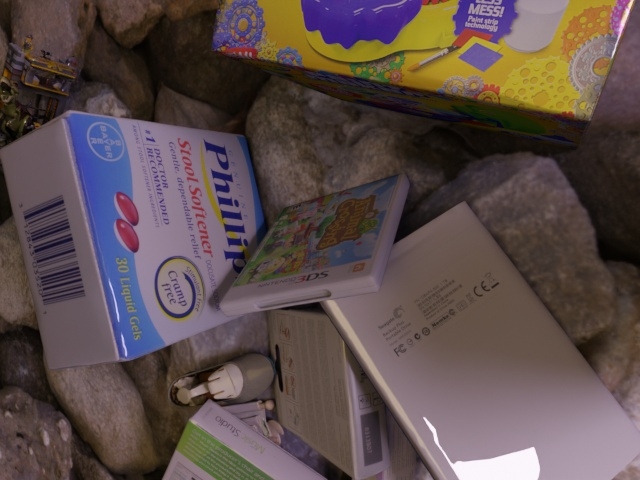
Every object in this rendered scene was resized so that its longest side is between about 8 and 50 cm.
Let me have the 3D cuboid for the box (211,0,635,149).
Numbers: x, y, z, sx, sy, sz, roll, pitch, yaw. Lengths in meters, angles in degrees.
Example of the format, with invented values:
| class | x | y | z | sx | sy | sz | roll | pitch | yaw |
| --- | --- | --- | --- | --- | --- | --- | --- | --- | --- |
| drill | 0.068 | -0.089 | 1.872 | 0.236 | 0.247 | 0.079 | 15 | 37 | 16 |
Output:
| class | x | y | z | sx | sy | sz | roll | pitch | yaw |
| --- | --- | --- | --- | --- | --- | --- | --- | --- | --- |
| box | 0.114 | -0.208 | 0.417 | 0.290 | 0.279 | 0.176 | 20 | 105 | 25 |

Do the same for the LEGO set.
| class | x | y | z | sx | sy | sz | roll | pitch | yaw |
| --- | --- | --- | --- | --- | --- | --- | --- | --- | --- |
| LEGO set | -0.518 | -0.241 | 0.745 | 0.255 | 0.332 | 0.192 | 41 | 112 | 40 |

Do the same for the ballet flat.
| class | x | y | z | sx | sy | sz | roll | pitch | yaw |
| --- | --- | --- | --- | --- | --- | --- | --- | --- | --- |
| ballet flat | -0.165 | 0.232 | 0.726 | 0.213 | 0.068 | 0.072 | -24 | 79 | 33 |

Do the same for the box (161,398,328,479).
| class | x | y | z | sx | sy | sz | roll | pitch | yaw |
| --- | --- | --- | --- | --- | --- | --- | --- | --- | --- |
| box | -0.146 | 0.430 | 0.721 | 0.233 | 0.058 | 0.321 | 31 | 117 | 8 |

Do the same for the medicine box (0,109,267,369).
| class | x | y | z | sx | sy | sz | roll | pitch | yaw |
| --- | --- | --- | --- | --- | --- | --- | --- | --- | --- |
| medicine box | -0.212 | -0.007 | 0.606 | 0.149 | 0.289 | 0.263 | -13 | 90 | 31 |

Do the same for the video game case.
| class | x | y | z | sx | sy | sz | roll | pitch | yaw |
| --- | --- | --- | --- | --- | --- | --- | --- | --- | --- |
| video game case | 0.000 | 0.000 | 0.552 | 0.194 | 0.212 | 0.023 | -13 | 119 | 28 |

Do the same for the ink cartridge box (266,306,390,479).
| class | x | y | z | sx | sy | sz | roll | pitch | yaw |
| --- | --- | --- | --- | --- | --- | --- | --- | --- | --- |
| ink cartridge box | 0.000 | 0.183 | 0.622 | 0.232 | 0.066 | 0.188 | 170 | 95 | -66 |

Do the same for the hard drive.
| class | x | y | z | sx | sy | sz | roll | pitch | yaw |
| --- | --- | --- | --- | --- | --- | --- | --- | --- | --- |
| hard drive | 0.169 | 0.138 | 0.498 | 0.210 | 0.040 | 0.318 | -31 | 79 | -15 |

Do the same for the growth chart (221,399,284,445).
| class | x | y | z | sx | sy | sz | roll | pitch | yaw |
| --- | --- | --- | --- | --- | --- | --- | --- | --- | --- |
| growth chart | -0.116 | 0.378 | 0.756 | 0.172 | 0.021 | 0.237 | -10 | 92 | 28 |

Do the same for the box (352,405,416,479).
| class | x | y | z | sx | sy | sz | roll | pitch | yaw |
| --- | --- | --- | --- | --- | --- | --- | --- | --- | --- |
| box | 0.084 | 0.281 | 0.605 | 0.063 | 0.067 | 0.323 | 10 | 103 | 53 |
